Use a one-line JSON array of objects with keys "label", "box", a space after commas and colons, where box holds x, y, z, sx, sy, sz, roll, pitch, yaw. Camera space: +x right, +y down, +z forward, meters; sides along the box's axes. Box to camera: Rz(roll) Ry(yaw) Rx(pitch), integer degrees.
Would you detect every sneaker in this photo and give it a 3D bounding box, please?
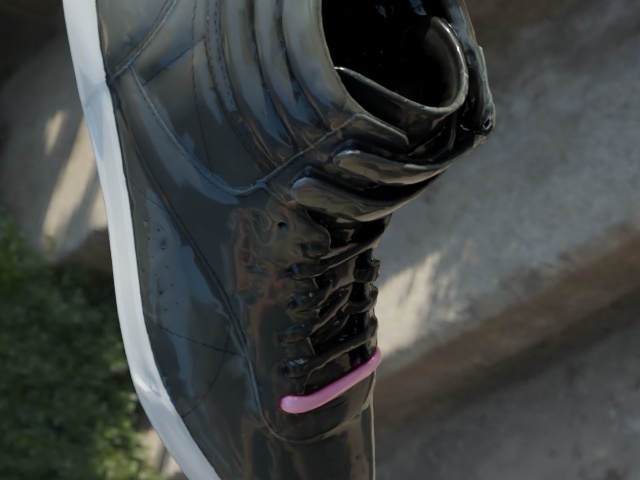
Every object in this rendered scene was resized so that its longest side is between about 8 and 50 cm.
[{"label": "sneaker", "box": [0.000, 0.000, 0.655, 0.146, 0.104, 0.296, 3, 113, 44]}]
